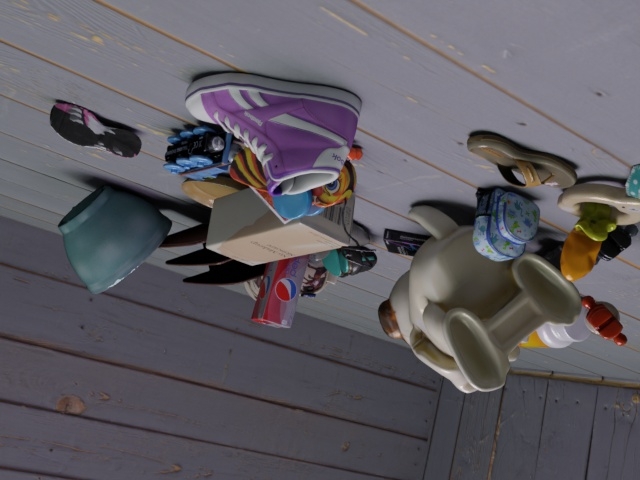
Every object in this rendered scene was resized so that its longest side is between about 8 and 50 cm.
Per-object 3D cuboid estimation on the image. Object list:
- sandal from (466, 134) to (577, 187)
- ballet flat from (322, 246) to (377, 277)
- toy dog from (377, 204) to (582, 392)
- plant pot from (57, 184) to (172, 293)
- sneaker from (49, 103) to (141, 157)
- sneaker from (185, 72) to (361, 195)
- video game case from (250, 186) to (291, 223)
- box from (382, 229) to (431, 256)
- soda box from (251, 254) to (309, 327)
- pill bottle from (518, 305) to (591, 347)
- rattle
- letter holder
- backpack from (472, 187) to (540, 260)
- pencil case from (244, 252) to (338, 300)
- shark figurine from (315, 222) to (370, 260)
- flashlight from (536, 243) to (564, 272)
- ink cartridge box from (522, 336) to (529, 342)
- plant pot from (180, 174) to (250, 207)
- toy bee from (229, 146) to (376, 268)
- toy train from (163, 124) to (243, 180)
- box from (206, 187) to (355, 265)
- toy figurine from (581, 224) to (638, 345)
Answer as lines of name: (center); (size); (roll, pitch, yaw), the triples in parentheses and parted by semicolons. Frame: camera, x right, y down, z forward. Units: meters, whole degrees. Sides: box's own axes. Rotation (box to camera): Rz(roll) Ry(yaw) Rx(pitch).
sandal: (0.295, -0.107, 0.999); (0.180, 0.049, 0.072); (18, 166, -17)
ballet flat: (0.079, 0.051, 1.748); (0.096, 0.095, 0.280); (-7, -175, -13)
toy dog: (0.266, 0.139, 1.436); (0.395, 0.284, 0.408); (44, 164, 3)
plant pot: (-0.581, -0.026, 1.829); (0.293, 0.293, 0.196); (-5, 131, 54)
sneaker: (-0.449, -0.208, 1.327); (0.178, 0.072, 0.077); (27, 173, -25)
sneaker: (-0.092, -0.151, 0.987); (0.282, 0.161, 0.102); (10, 168, 23)
video game case: (-0.073, -0.094, 1.249); (0.122, 0.087, 0.011); (46, 149, 17)
box: (0.235, 0.015, 1.602); (0.162, 0.029, 0.116); (11, 166, 17)
soda box: (-0.096, 0.091, 1.748); (0.083, 0.263, 0.092); (20, 165, -21)
pill bottle: (0.612, 0.224, 1.829); (0.136, 0.136, 0.245); (19, 166, -19)
rattle: (0.440, -0.023, 1.017); (0.130, 0.143, 0.199); (38, 166, -16)
letter holder: (-0.318, 0.047, 1.843); (0.214, 0.152, 0.302); (-21, -168, -39)
backpack: (0.319, -0.026, 1.164); (0.105, 0.114, 0.084); (22, 165, -26)
pencil case: (-0.106, 0.107, 2.052); (0.183, 0.160, 0.410); (33, 162, -14)
shark figurine: (-0.025, -0.007, 1.570); (0.278, 0.116, 0.166); (5, 163, 6)
flashlight: (0.455, 0.079, 1.485); (0.103, 0.103, 0.304); (18, 168, -4)
ink cartridge box: (0.424, 0.171, 1.740); (0.171, 0.168, 0.233); (17, 166, -7)
plant pot: (-0.207, -0.104, 1.569); (0.236, 0.032, 0.236); (14, 166, 4)
toy bee: (-0.002, -0.108, 1.168); (0.298, 0.162, 0.195); (28, -163, -4)
toy train: (-0.219, -0.162, 1.260); (0.105, 0.080, 0.184); (13, 168, -40)
box: (-0.090, -0.041, 1.418); (0.148, 0.121, 0.311); (24, 155, -38)
toy figurine: (0.560, 0.078, 1.148); (0.213, 0.210, 0.148); (3, 180, 20)
